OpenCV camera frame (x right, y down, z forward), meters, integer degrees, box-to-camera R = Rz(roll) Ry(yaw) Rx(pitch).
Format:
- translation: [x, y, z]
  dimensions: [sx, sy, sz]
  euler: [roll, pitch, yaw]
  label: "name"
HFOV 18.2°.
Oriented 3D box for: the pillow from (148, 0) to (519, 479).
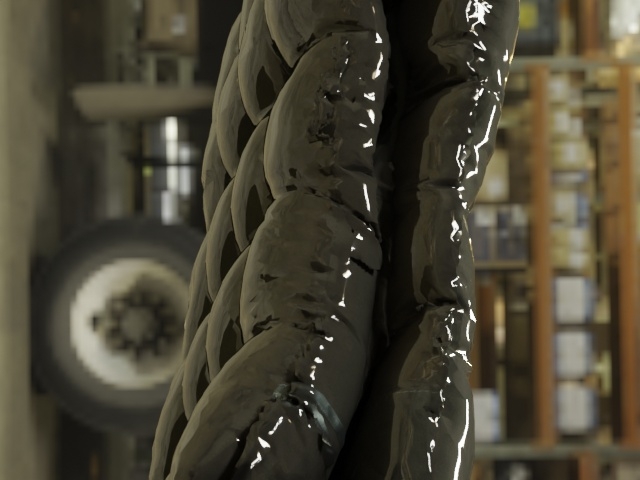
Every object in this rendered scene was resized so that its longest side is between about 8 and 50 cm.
- translation: [0.000, 0.000, 0.737]
  dimensions: [0.228, 0.101, 0.326]
  euler: [121, -18, -61]
  label: "pillow"
